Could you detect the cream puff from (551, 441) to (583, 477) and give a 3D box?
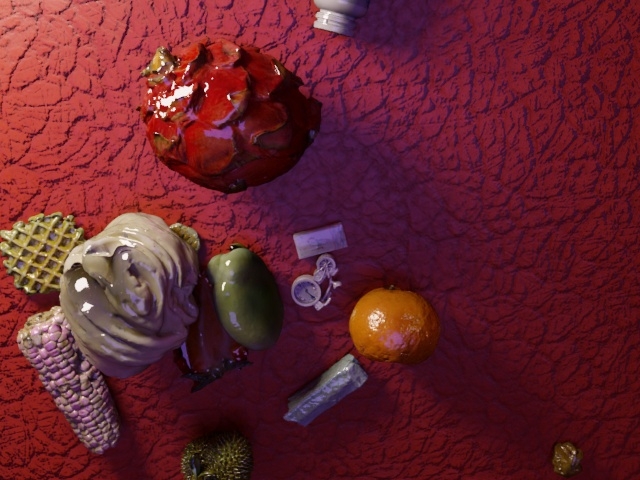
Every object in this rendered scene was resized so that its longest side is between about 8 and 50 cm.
[{"bbox_3d":[0.587,0.523,1.702,0.083,0.058,0.083,39,101,-11],"label":"cream puff"}]

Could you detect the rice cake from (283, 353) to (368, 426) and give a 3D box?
[{"bbox_3d":[0.013,0.337,1.604,0.206,0.063,0.069,-40,111,8],"label":"rice cake"}]

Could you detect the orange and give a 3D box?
[{"bbox_3d":[0.157,0.177,1.508,0.193,0.193,0.161,9,92,-7],"label":"orange"}]

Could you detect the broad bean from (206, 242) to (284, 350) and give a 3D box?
[{"bbox_3d":[-0.152,0.116,1.490,0.100,0.169,0.228,-15,80,41],"label":"broad bean"}]

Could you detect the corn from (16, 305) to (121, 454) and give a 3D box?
[{"bbox_3d":[-0.519,0.298,1.527,0.127,0.126,0.335,-23,108,2],"label":"corn"}]

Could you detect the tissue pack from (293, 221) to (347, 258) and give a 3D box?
[{"bbox_3d":[0.000,0.000,1.527,0.108,0.023,0.056,-16,106,1],"label":"tissue pack"}]

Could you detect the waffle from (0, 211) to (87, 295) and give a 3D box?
[{"bbox_3d":[-0.567,0.029,1.488,0.183,0.036,0.169,-12,104,-3],"label":"waffle"}]

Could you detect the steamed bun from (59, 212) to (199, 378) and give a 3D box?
[{"bbox_3d":[-0.373,0.095,1.383,0.275,0.206,0.320,-18,78,10],"label":"steamed bun"}]

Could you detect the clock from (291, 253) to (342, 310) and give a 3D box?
[{"bbox_3d":[-0.003,0.090,1.544,0.087,0.041,0.129,35,106,-9],"label":"clock"}]

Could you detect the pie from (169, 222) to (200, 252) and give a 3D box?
[{"bbox_3d":[-0.293,0.005,1.509,0.084,0.020,0.084,-1,106,-3],"label":"pie"}]

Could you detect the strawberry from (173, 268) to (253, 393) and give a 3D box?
[{"bbox_3d":[-0.257,0.189,1.511,0.174,0.098,0.228,-28,99,-31],"label":"strawberry"}]

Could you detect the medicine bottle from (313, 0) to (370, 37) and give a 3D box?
[{"bbox_3d":[0.048,-0.486,1.348,0.107,0.107,0.191,13,104,-8],"label":"medicine bottle"}]

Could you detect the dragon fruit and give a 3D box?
[{"bbox_3d":[-0.170,-0.228,1.328,0.342,0.277,0.277,26,103,-23],"label":"dragon fruit"}]

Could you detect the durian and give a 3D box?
[{"bbox_3d":[-0.216,0.492,1.561,0.159,0.198,0.146,-14,97,-22],"label":"durian"}]
